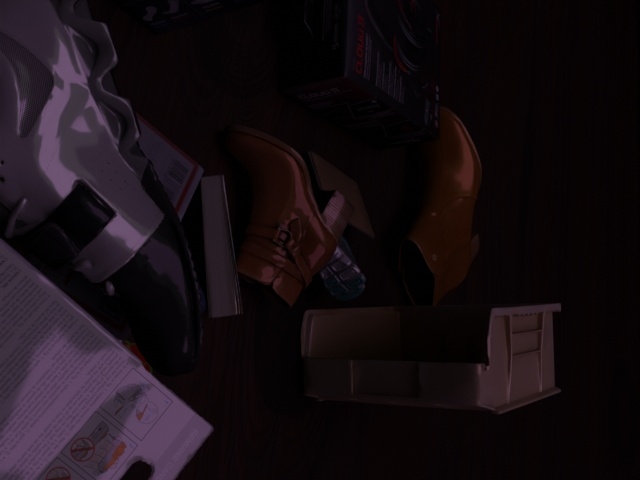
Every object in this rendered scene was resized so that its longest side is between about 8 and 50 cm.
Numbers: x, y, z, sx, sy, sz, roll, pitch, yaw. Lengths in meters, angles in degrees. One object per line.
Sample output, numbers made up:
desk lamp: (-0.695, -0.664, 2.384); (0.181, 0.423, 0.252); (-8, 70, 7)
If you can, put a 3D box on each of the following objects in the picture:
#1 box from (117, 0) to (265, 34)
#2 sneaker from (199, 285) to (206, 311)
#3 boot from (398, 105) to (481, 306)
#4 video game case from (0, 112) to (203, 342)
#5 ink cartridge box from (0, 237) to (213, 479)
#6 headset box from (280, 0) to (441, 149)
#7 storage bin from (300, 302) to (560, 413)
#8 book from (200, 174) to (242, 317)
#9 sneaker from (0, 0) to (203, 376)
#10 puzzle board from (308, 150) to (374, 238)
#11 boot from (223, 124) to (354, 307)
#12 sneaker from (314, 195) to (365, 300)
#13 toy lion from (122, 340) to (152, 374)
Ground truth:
box: (-0.132, -0.365, 0.783); (0.142, 0.163, 0.247); (31, 59, -51)
sneaker: (-0.172, 0.036, 0.760); (0.144, 0.053, 0.059); (49, 46, -28)
boot: (0.182, -0.050, 1.239); (0.211, 0.104, 0.295); (-38, 119, -52)
video game case: (-0.241, -0.068, 0.656); (0.285, 0.025, 0.204); (41, 52, -32)
ink cartridge box: (-0.219, 0.136, 0.566); (0.225, 0.056, 0.181); (46, 65, -16)
headset box: (0.058, -0.278, 1.089); (0.293, 0.110, 0.218); (20, 69, -52)
storage bin: (0.148, 0.147, 1.018); (0.260, 0.262, 0.123); (5, 82, -55)
book: (-0.110, 0.006, 0.834); (0.096, 0.035, 0.144); (179, -96, -83)
sneaker: (-0.201, -0.030, 0.601); (0.146, 0.122, 0.331); (-25, 99, -29)
puzzle board: (0.028, -0.061, 1.068); (0.128, 0.011, 0.096); (28, 39, -53)
boot: (-0.064, -0.028, 0.906); (0.197, 0.073, 0.152); (37, 73, -16)
sneaker: (0.000, 0.000, 1.018); (0.166, 0.065, 0.076); (60, 10, -15)
toy lion: (-0.191, 0.149, 0.734); (0.096, 0.034, 0.100); (-34, 113, -60)
